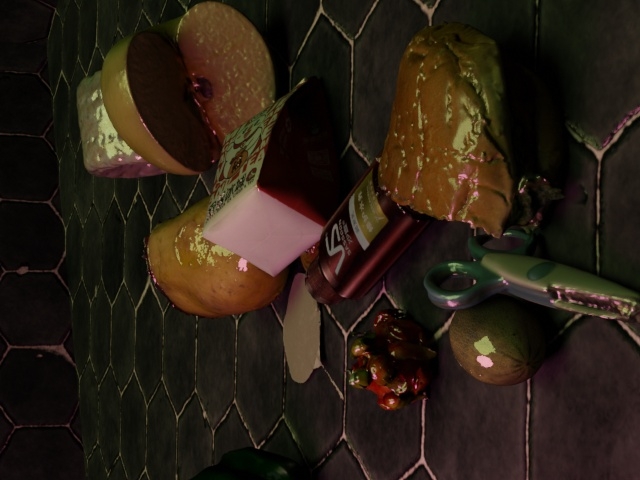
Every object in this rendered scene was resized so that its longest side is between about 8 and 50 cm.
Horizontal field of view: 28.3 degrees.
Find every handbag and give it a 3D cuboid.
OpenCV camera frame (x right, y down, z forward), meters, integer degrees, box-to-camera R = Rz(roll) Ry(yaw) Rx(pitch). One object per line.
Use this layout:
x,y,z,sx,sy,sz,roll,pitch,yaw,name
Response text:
-0.058,-0.114,1.941,0.171,0.151,0.298,-39,29,41,handbag

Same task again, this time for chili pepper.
-0.079,0.423,1.935,0.261,0.174,0.165,22,110,27,chili pepper

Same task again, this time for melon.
0.192,0.108,1.380,0.131,0.098,0.098,-131,46,-66,melon

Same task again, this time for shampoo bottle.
0.063,-0.009,1.719,0.323,0.084,0.129,129,131,-57,shampoo bottle

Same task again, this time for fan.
-0.009,0.170,1.976,0.310,0.010,0.182,-125,41,-59,fan

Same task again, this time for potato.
-0.141,0.018,2.101,0.266,0.229,0.229,-11,78,52,potato

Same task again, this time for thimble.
-0.316,-0.227,2.421,0.291,0.291,0.195,170,95,-67,thimble

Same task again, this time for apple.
-0.227,-0.254,2.172,0.258,0.295,0.233,65,162,-13,apple

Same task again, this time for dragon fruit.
0.088,0.150,1.638,0.142,0.175,0.138,-27,71,31,dragon fruit

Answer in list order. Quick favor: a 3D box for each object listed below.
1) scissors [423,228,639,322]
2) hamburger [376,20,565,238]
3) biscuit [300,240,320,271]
0.229,0.043,1.317,0.289,0.138,0.041,15,136,56,scissors
0.163,-0.135,1.425,0.309,0.132,0.211,-133,47,-62,hamburger
0.000,0.000,1.948,0.175,0.026,0.124,-137,52,-62,biscuit
